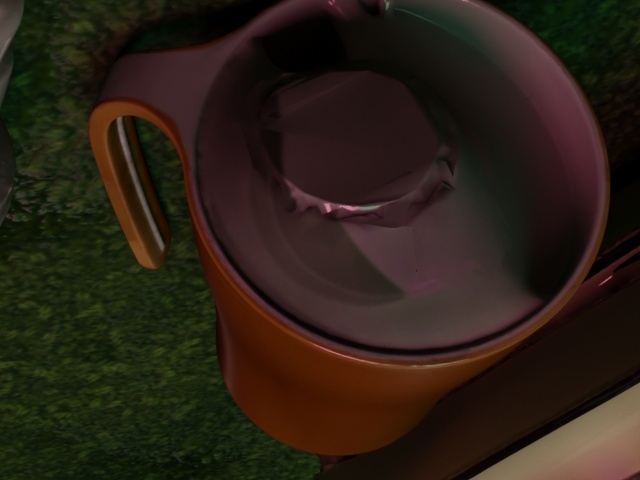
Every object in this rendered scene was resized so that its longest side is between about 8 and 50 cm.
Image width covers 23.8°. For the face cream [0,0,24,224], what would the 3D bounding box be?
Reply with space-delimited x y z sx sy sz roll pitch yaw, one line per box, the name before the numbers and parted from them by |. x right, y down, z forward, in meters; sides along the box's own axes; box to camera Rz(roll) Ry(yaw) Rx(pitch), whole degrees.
face cream | -0.181 -0.022 0.630 0.101 0.101 0.252 3 147 -32

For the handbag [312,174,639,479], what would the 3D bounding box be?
handbag | 0.160 0.080 0.879 0.358 0.237 0.160 -36 106 33

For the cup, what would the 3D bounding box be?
cup | 0.000 0.000 0.730 0.226 0.182 0.264 20 155 2
